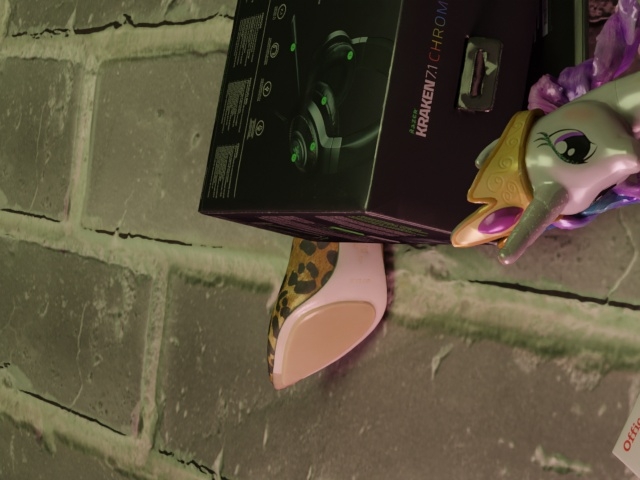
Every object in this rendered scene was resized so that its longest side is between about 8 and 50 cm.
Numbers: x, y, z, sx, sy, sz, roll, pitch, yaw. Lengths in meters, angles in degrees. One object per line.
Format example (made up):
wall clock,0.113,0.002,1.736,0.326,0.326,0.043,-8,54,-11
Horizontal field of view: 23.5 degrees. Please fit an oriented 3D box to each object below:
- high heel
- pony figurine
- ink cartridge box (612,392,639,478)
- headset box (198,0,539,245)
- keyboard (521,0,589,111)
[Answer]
high heel,0.000,0.000,1.455,0.261,0.093,0.186,-60,33,28
pony figurine,0.244,-0.152,0.939,0.363,0.303,0.351,-23,35,26
ink cartridge box,0.268,0.144,1.053,0.122,0.052,0.088,46,122,50
headset box,0.040,-0.127,1.236,0.283,0.131,0.246,0,79,58
keyboard,0.175,-0.178,1.224,0.201,0.033,0.317,150,124,-72
